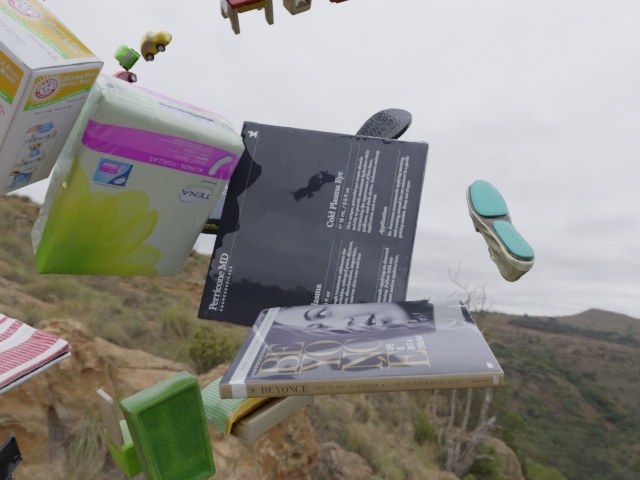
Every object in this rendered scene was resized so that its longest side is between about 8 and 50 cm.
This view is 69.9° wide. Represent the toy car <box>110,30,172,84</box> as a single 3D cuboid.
[{"bbox_3d":[-0.519,-0.492,1.244,0.053,0.239,0.225,40,-1,-44],"label":"toy car"}]

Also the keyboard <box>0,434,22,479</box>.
[{"bbox_3d":[-0.697,0.507,0.955,0.038,0.100,0.192,-5,16,-1],"label":"keyboard"}]

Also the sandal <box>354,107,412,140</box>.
[{"bbox_3d":[0.123,-0.240,1.157,0.097,0.254,0.054,50,1,32],"label":"sandal"}]

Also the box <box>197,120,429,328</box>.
[{"bbox_3d":[0.000,0.000,0.792,0.313,0.343,0.179,10,-11,8],"label":"box"}]

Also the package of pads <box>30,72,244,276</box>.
[{"bbox_3d":[-0.273,-0.077,0.700,0.229,0.296,0.101,8,34,-47],"label":"package of pads"}]

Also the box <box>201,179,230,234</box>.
[{"bbox_3d":[-0.295,-0.102,1.048,0.233,0.183,0.059,7,-45,-40],"label":"box"}]

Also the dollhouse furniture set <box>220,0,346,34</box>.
[{"bbox_3d":[-0.074,-0.633,1.023,0.374,0.201,0.152,-27,-20,-20],"label":"dollhouse furniture set"}]

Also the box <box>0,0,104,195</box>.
[{"bbox_3d":[-0.360,-0.161,0.522,0.114,0.103,0.203,44,-60,-5],"label":"box"}]

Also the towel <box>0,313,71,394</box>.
[{"bbox_3d":[-0.735,0.238,0.970,0.329,0.037,0.237,12,24,25],"label":"towel"}]

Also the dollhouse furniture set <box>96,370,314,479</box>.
[{"bbox_3d":[-0.181,0.244,0.751,0.301,0.151,0.198,-20,14,-40],"label":"dollhouse furniture set"}]

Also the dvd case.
[{"bbox_3d":[0.035,0.093,0.431,0.221,0.018,0.164,-5,13,7],"label":"dvd case"}]

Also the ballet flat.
[{"bbox_3d":[0.231,-0.015,0.617,0.057,0.168,0.052,2,-47,-8],"label":"ballet flat"}]
